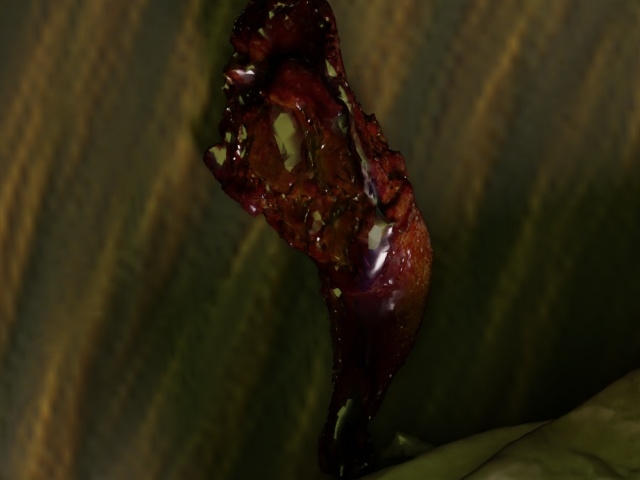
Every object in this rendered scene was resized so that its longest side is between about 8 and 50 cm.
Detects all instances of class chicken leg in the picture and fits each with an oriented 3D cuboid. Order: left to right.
[{"bbox_3d":[0.005,-0.003,0.725,0.093,0.053,0.205,-21,83,30],"label":"chicken leg"}]

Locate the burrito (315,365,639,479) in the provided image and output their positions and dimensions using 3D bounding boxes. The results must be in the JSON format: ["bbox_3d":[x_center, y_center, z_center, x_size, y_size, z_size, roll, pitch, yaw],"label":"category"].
[{"bbox_3d":[0.145,0.128,0.669,0.331,0.135,0.190,-22,96,7],"label":"burrito"}]
